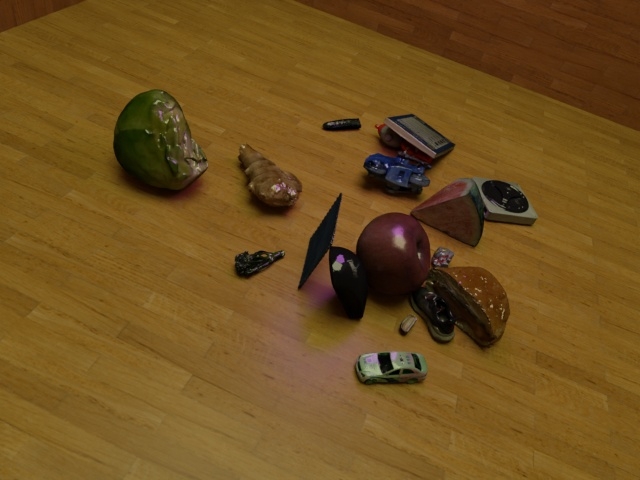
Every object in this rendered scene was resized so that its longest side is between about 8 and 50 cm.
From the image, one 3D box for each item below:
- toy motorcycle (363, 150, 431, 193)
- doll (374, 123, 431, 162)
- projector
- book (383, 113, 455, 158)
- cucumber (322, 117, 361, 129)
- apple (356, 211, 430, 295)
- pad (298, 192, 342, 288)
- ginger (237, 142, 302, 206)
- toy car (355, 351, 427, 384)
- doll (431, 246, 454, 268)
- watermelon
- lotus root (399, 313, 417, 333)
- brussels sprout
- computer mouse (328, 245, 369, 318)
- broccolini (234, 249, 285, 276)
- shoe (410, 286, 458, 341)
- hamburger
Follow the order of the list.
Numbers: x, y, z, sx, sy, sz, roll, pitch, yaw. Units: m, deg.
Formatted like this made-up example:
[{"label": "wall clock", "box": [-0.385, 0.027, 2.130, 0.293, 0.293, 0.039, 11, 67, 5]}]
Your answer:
[{"label": "toy motorcycle", "box": [0.325, -0.297, 2.152, 0.318, 0.241, 0.182, 15, 84, -11]}, {"label": "doll", "box": [0.414, -0.490, 2.381, 0.336, 0.106, 0.199, 32, 30, 14]}, {"label": "projector", "box": [0.851, -0.193, 2.246, 0.258, 0.079, 0.257, 6, 44, -14]}, {"label": "book", "box": [0.501, -0.525, 2.386, 0.300, 0.039, 0.428, 40, 30, 12]}, {"label": "cucumber", "box": [0.108, -0.582, 2.417, 0.214, 0.052, 0.058, -10, 21, -25]}, {"label": "apple", "box": [0.250, 0.045, 1.688, 0.234, 0.306, 0.306, -8, 36, 28]}, {"label": "pad", "box": [0.000, 0.000, 1.660, 0.012, 0.269, 0.270, 25, 44, -11]}, {"label": "ginger", "box": [-0.194, -0.273, 1.943, 0.236, 0.166, 0.376, -9, 55, -14]}, {"label": "toy car", "box": [0.221, 0.385, 1.483, 0.224, 0.076, 0.090, 3, 47, -15]}, {"label": "doll", "box": [0.469, 0.070, 1.852, 0.079, 0.093, 0.180, 68, 20, -7]}, {"label": "watermelon", "box": [0.553, -0.163, 2.009, 0.292, 0.251, 0.283, 11, 39, -11]}, {"label": "lotus root", "box": [0.293, 0.286, 1.635, 0.037, 0.030, 0.083, 32, 45, 18]}, {"label": "brussels sprout", "box": [-0.603, -0.361, 1.813, 0.372, 0.314, 0.276, 58, 19, -7]}, {"label": "computer mouse", "box": [0.103, 0.127, 1.566, 0.100, 0.269, 0.170, -10, 51, 13]}, {"label": "broccolini", "box": [-0.212, 0.075, 1.684, 0.202, 0.068, 0.091, -7, 60, -44]}, {"label": "shoe", "box": [0.399, 0.233, 1.662, 0.099, 0.112, 0.228, -9, 52, -23]}, {"label": "hamburger", "box": [0.549, 0.193, 1.715, 0.208, 0.162, 0.330, -22, 52, -32]}]
